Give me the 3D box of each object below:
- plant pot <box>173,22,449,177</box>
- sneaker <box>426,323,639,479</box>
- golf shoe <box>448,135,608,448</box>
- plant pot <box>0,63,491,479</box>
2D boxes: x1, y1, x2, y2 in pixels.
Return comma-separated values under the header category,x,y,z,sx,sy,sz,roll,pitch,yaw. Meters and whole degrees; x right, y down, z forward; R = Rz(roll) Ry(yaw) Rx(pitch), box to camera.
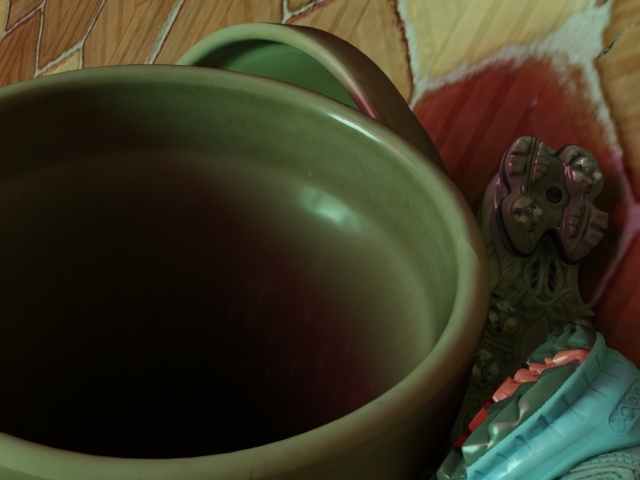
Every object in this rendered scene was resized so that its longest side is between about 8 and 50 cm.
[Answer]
category,x,y,z,sx,sy,sz,roll,pitch,yaw
plant pot,0.000,0.000,0.749,0.237,0.109,0.237,4,95,47
sneaker,0.080,0.149,0.541,0.104,0.125,0.262,-41,-14,-34
golf shoe,0.096,0.039,0.666,0.086,0.069,0.176,131,157,-68
plant pot,-0.071,0.081,0.603,0.263,0.263,0.229,-103,15,-48
